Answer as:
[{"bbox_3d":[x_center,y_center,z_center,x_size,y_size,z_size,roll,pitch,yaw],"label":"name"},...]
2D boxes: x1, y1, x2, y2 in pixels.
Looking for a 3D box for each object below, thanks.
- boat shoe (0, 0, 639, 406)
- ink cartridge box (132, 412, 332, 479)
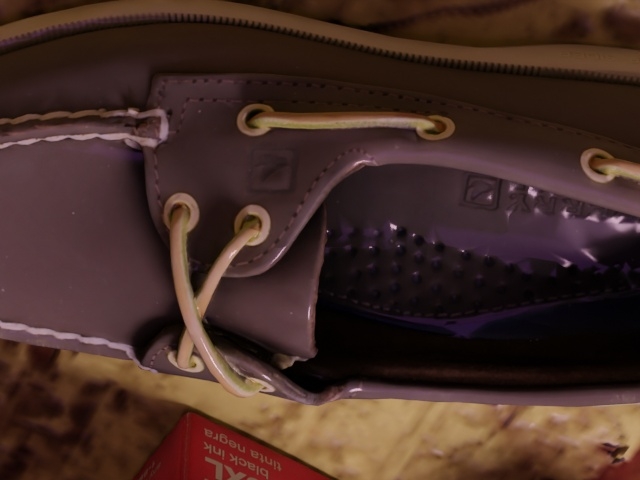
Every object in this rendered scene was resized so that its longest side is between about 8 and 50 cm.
[{"bbox_3d":[0.000,-0.004,0.551,0.305,0.091,0.109,1,122,-2],"label":"boat shoe"},{"bbox_3d":[-0.053,0.201,0.594,0.100,0.237,0.172,29,117,-18],"label":"ink cartridge box"}]
